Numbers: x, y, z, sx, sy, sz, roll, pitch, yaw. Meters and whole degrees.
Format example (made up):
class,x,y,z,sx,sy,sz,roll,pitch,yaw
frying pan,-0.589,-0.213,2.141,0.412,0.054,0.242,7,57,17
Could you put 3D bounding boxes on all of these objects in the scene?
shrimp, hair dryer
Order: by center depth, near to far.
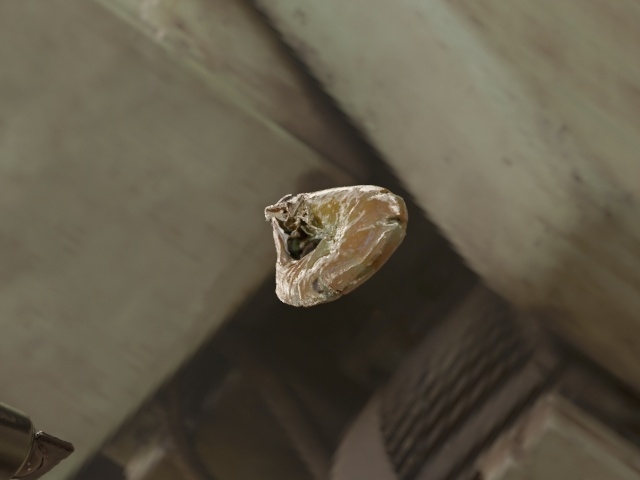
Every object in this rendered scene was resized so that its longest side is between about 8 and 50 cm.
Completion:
class,x,y,z,sx,sy,sz,roll,pitch,yaw
hair dryer,-0.387,0.229,1.799,0.248,0.195,0.078,-38,41,26
shrimp,-0.001,0.000,1.848,0.145,0.061,0.267,-52,29,-6
